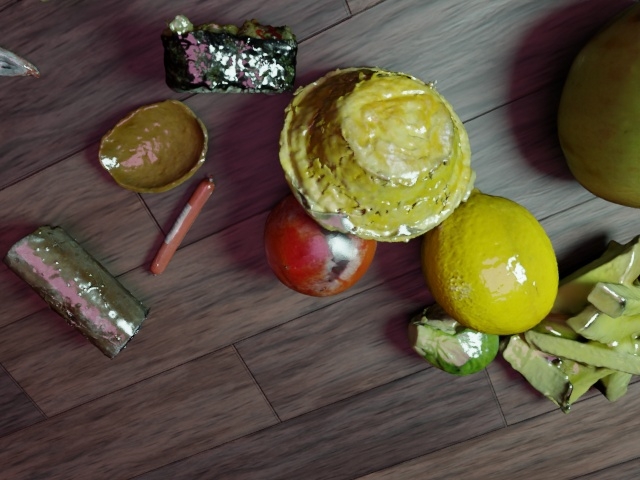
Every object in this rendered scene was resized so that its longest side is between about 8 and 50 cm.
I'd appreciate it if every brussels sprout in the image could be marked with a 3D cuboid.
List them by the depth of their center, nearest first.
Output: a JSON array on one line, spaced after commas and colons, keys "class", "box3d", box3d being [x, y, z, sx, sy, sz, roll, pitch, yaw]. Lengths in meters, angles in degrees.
[{"class": "brussels sprout", "box3d": [0.279, 0.209, 0.938, 0.183, 0.131, 0.145, -16, 106, 2]}]

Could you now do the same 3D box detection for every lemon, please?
[{"class": "lemon", "box3d": [0.303, 0.045, 0.820, 0.236, 0.236, 0.263, -43, 69, 14]}]

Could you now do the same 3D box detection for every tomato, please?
[{"class": "tomato", "box3d": [0.000, 0.000, 0.821, 0.208, 0.184, 0.208, 0, 113, 0]}]

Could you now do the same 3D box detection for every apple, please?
[{"class": "apple", "box3d": [0.558, -0.206, 0.686, 0.338, 0.305, 0.339, -1, 110, -2]}]

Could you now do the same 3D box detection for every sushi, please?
[{"class": "sushi", "box3d": [-0.147, -0.298, 0.734, 0.212, 0.147, 0.115, -6, 107, -17]}]

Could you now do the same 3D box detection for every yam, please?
[{"class": "yam", "box3d": [-0.467, 0.098, 0.885, 0.131, 0.131, 0.280, -35, 107, 12]}]

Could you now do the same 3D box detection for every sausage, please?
[{"class": "sausage", "box3d": [-0.275, -0.026, 0.887, 0.034, 0.034, 0.253, 33, 108, -13]}]

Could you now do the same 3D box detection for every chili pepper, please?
[{"class": "chili pepper", "box3d": [-0.563, -0.312, 0.763, 0.153, 0.041, 0.050, 23, 152, -10]}]

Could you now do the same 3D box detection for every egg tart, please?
[{"class": "egg tart", "box3d": [0.102, -0.155, 0.718, 0.341, 0.132, 0.341, 3, 77, -14]}]

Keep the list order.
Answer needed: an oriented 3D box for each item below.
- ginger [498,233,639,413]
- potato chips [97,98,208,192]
[{"class": "ginger", "box3d": [0.544, 0.211, 0.907, 0.358, 0.211, 0.413, -16, 112, 7]}, {"class": "potato chips", "box3d": [-0.298, -0.168, 0.821, 0.201, 0.049, 0.150, -32, 105, 13]}]
